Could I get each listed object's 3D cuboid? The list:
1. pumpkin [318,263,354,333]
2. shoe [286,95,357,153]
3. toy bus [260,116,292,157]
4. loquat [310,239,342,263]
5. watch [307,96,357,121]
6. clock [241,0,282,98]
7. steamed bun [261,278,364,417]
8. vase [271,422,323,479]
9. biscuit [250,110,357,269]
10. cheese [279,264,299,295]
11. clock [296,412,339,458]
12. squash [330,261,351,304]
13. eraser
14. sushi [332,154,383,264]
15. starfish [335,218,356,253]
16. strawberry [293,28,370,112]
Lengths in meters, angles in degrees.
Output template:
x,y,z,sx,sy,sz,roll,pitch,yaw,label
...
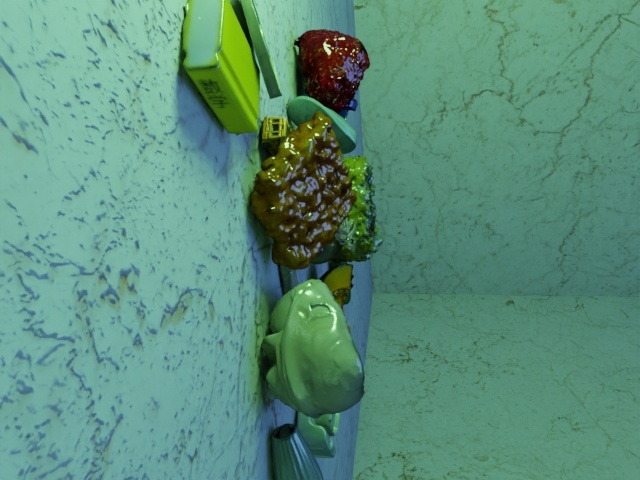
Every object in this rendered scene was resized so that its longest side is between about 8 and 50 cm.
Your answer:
x,y,z,sx,sy,sz,roll,pitch,yaw,label
0.017,0.216,1.809,0.148,0.169,0.312,29,-53,54,pumpkin
0.009,-0.363,1.506,0.251,0.103,0.100,33,37,-27,shoe
-0.099,-0.248,1.250,0.162,0.074,0.069,53,37,-70,toy bus
0.000,0.000,1.551,0.195,0.152,0.152,-50,138,-72,loquat
0.035,-0.435,1.786,0.196,0.171,0.200,-33,136,-79,watch
-0.127,-0.420,1.047,0.235,0.029,0.234,-16,90,-90,clock
-0.039,0.278,1.214,0.309,0.220,0.324,100,-29,-63,steamed bun
-0.065,0.594,1.287,0.128,0.128,0.248,-62,141,-68,vase
-0.038,-0.111,1.216,0.318,0.111,0.312,-49,141,-24,biscuit
-0.089,0.094,1.383,0.065,0.044,0.193,-67,156,-53,cheese
0.002,0.543,1.656,0.265,0.109,0.324,73,20,-55,clock
0.086,0.161,2.174,0.082,0.082,0.292,-73,158,-57,squash
-0.171,-0.309,0.889,0.226,0.069,0.157,61,29,-69,eraser
0.090,-0.112,1.794,0.351,0.240,0.396,-35,121,-75,sushi
0.069,-0.050,1.481,0.247,0.050,0.138,46,37,-59,starfish
0.044,-0.536,1.550,0.274,0.221,0.274,-16,90,-85,strawberry
